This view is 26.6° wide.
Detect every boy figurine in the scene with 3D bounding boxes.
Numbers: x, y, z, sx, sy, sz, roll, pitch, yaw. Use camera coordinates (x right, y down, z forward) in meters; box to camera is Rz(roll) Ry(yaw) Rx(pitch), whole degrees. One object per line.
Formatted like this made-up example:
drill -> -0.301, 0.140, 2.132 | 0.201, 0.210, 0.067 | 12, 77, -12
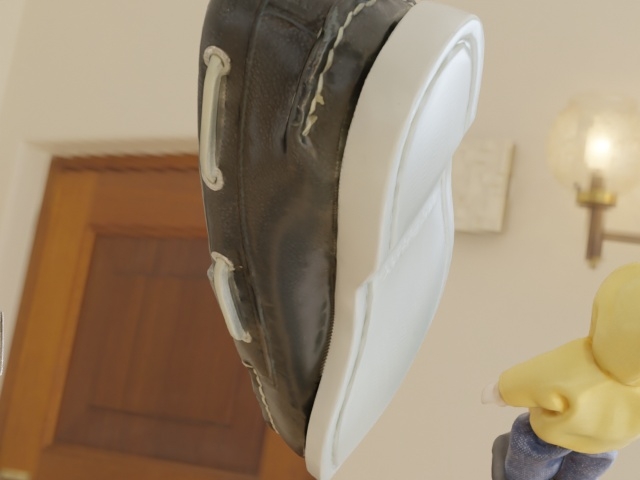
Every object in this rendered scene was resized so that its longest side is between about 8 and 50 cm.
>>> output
boy figurine -> 0.231, 0.132, 1.181 | 0.177, 0.092, 0.285 | 7, -44, -9

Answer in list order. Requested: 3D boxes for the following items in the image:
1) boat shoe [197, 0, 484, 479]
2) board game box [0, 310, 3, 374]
boat shoe -> 0.000, 0.000, 0.575 | 0.091, 0.114, 0.302 | 27, -37, 15
board game box -> -0.394, 0.079, 0.913 | 0.305, 0.053, 0.193 | 7, -20, -33
